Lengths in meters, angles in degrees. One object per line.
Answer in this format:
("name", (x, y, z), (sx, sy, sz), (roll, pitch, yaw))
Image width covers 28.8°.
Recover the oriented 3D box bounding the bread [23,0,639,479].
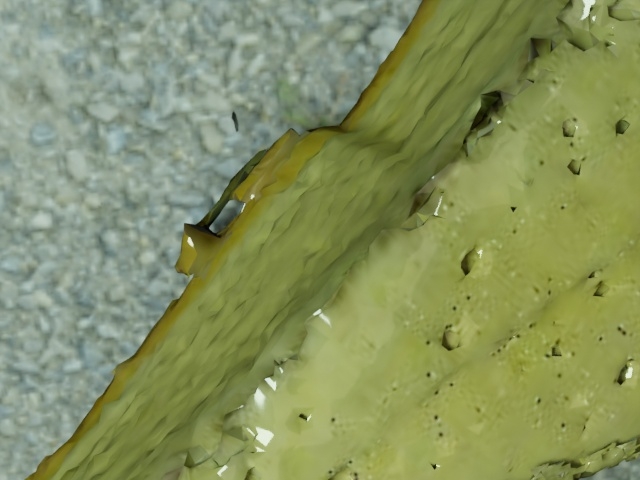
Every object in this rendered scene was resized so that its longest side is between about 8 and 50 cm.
("bread", (0.000, 0.000, 0.578), (0.315, 0.248, 0.279), (-9, 102, -17))
